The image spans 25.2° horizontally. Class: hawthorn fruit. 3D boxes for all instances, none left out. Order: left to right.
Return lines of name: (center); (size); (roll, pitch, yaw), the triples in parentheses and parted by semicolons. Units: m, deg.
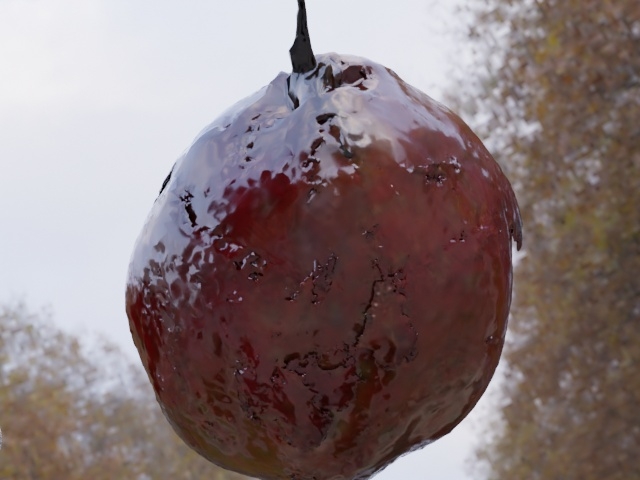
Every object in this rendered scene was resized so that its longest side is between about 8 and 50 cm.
hawthorn fruit: (0.000, 0.000, 0.633); (0.181, 0.181, 0.235); (-17, -48, -16)
